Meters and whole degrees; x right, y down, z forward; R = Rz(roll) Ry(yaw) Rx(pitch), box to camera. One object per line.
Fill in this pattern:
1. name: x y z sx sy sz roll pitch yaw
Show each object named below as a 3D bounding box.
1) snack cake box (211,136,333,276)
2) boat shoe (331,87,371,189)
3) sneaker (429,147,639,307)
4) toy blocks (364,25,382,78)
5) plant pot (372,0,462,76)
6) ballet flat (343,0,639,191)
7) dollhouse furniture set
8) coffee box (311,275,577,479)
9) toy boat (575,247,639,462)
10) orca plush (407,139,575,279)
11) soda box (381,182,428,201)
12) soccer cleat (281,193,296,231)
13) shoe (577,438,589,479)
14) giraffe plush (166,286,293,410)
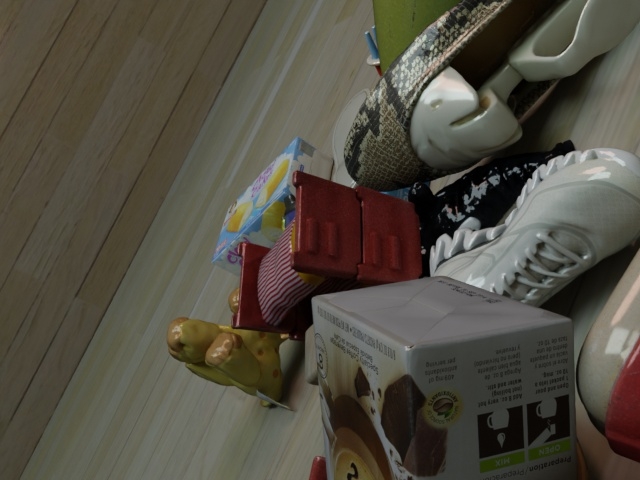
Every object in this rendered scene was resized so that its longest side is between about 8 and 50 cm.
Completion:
1. snack cake box: -0.092 -0.055 1.538 0.264 0.089 0.152 -41 29 41
2. boat shoe: 0.075 -0.143 1.280 0.095 0.079 0.254 -44 29 33
3. sneaker: 0.191 0.021 0.739 0.292 0.110 0.118 -44 12 54
4. toy blocks: 0.109 -0.241 1.223 0.054 0.148 0.123 -22 31 10
5. plant pot: 0.175 -0.326 1.055 0.275 0.275 0.293 -129 48 -68
6. ballet flat: 0.217 -0.209 0.896 0.483 0.164 0.182 -45 34 14
7. dollhouse furniture set: 0.002 0.138 0.875 0.201 0.152 0.373 132 145 -52
8. coffee box: 0.084 0.189 0.569 0.168 0.119 0.297 -162 66 -69
9. toy boat: 0.276 0.051 0.510 0.151 0.151 0.231 29 81 33
10. orca plush: 0.149 -0.028 0.923 0.287 0.102 0.151 -35 32 48
11. soda box: 0.098 -0.045 1.114 0.071 0.067 0.210 -37 30 48
12. soccer cleat: -0.001 0.000 1.183 0.094 0.121 0.289 -21 -7 0
13. shoe: 0.170 0.166 0.703 0.077 0.058 0.219 -38 27 3
14. giraffe plush: -0.099 0.131 1.194 0.181 0.210 0.170 105 -168 -69
